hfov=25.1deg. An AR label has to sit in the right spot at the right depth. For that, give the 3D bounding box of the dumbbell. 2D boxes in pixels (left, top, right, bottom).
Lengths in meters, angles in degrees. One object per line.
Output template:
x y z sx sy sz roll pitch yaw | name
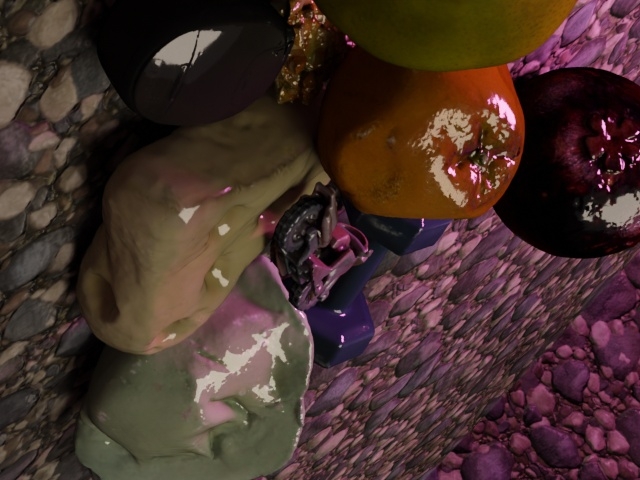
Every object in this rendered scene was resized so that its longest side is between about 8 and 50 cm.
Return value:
0.053 0.029 2.014 0.316 0.156 0.144 -59 -177 35 | dumbbell

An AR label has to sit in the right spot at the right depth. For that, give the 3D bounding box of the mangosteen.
0.378 -0.107 2.136 0.297 0.297 0.293 -27 170 -34 | mangosteen

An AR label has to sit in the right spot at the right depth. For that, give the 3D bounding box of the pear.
0.118 -0.291 1.368 0.294 0.294 0.294 -36 158 -17 | pear

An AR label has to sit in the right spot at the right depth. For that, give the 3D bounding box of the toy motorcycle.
0.000 0.000 1.648 0.118 0.084 0.212 -42 156 -16 | toy motorcycle

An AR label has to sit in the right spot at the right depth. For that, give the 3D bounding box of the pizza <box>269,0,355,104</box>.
-0.006 -0.207 1.540 0.175 0.046 0.134 -11 116 -62 | pizza

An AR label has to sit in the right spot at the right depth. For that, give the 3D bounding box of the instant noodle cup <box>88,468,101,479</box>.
-0.229 0.301 2.017 0.182 0.182 0.144 -47 149 12 | instant noodle cup

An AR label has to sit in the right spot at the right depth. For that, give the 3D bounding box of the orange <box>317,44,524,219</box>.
0.125 -0.128 1.556 0.249 0.183 0.249 -31 134 -39 | orange

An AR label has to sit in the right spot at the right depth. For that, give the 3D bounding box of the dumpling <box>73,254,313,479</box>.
-0.158 0.165 1.852 0.270 0.212 0.321 13 143 -21 | dumpling

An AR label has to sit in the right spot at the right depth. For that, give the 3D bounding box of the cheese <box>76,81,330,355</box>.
-0.112 -0.031 1.640 0.328 0.129 0.351 -33 161 -32 | cheese

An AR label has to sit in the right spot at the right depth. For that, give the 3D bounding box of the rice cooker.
-0.116 -0.185 1.353 0.203 0.118 0.142 -14 144 -49 | rice cooker
